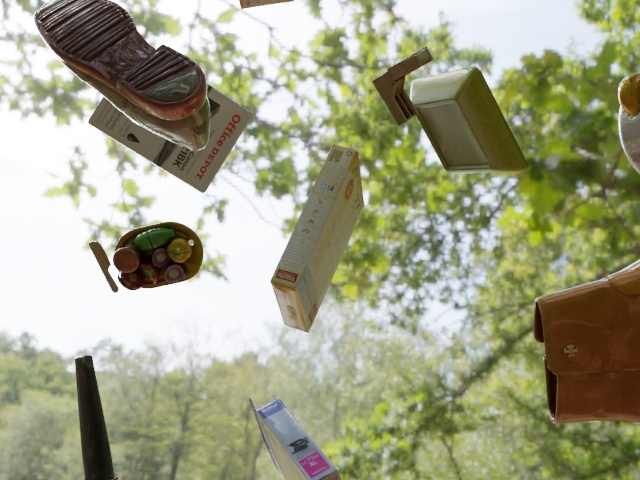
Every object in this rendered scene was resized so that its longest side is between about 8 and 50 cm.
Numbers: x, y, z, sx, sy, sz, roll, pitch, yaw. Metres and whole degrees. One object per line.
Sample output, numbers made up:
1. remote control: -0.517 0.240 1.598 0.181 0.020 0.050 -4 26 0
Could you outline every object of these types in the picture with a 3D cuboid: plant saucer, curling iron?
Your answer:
1. plant saucer: 0.226 -0.180 1.401 0.188 0.045 0.188 59 -21 -17
2. curling iron: -0.218 0.250 0.849 0.035 0.274 0.068 -5 -8 2

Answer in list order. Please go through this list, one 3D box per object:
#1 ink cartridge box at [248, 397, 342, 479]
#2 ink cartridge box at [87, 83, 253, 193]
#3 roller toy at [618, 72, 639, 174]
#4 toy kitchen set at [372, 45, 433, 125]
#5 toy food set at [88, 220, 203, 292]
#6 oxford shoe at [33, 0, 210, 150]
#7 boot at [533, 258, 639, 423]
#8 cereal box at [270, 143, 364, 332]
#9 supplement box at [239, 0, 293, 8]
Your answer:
1. ink cartridge box: -0.033 0.425 1.621 0.311 0.065 0.186 33 -33 56
2. ink cartridge box: -0.303 -0.247 1.753 0.273 0.197 0.114 32 0 -16
3. roller toy: 0.576 -0.182 1.367 0.209 0.191 0.146 -9 -5 -28
4. toy kitchen set: 0.134 -0.217 1.185 0.083 0.068 0.075 -23 -78 45
5. toy food set: -0.337 0.042 1.666 0.217 0.128 0.071 -13 17 6
6. oxford shoe: -0.289 -0.238 1.235 0.348 0.123 0.130 40 -23 29
7. boot: 0.309 0.044 0.809 0.211 0.295 0.104 -3 19 0
8. cereal box: 0.000 0.000 1.290 0.047 0.240 0.173 19 -24 14
9. supplement box: -0.099 -0.453 1.538 0.098 0.062 0.036 -9 -30 1
